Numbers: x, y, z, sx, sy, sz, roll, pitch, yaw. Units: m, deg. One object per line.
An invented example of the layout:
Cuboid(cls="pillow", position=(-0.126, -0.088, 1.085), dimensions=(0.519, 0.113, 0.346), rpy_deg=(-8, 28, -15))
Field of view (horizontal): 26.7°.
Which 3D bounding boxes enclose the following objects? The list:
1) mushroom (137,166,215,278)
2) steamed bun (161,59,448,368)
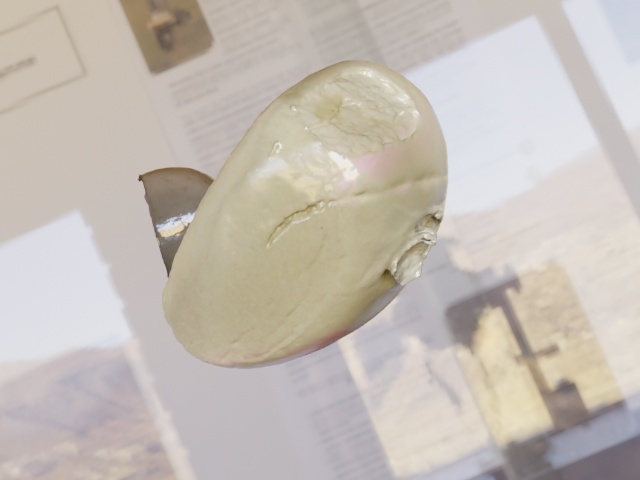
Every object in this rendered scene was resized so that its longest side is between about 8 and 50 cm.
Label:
Cuboid(cls="mushroom", position=(-0.136, 0.005, 1.538), dimensions=(0.117, 0.188, 0.141), rpy_deg=(-8, 21, 7))
Cuboid(cls="steamed bun", position=(0.000, 0.000, 0.967), dimensions=(0.170, 0.152, 0.238), rpy_deg=(-33, -23, -53))
